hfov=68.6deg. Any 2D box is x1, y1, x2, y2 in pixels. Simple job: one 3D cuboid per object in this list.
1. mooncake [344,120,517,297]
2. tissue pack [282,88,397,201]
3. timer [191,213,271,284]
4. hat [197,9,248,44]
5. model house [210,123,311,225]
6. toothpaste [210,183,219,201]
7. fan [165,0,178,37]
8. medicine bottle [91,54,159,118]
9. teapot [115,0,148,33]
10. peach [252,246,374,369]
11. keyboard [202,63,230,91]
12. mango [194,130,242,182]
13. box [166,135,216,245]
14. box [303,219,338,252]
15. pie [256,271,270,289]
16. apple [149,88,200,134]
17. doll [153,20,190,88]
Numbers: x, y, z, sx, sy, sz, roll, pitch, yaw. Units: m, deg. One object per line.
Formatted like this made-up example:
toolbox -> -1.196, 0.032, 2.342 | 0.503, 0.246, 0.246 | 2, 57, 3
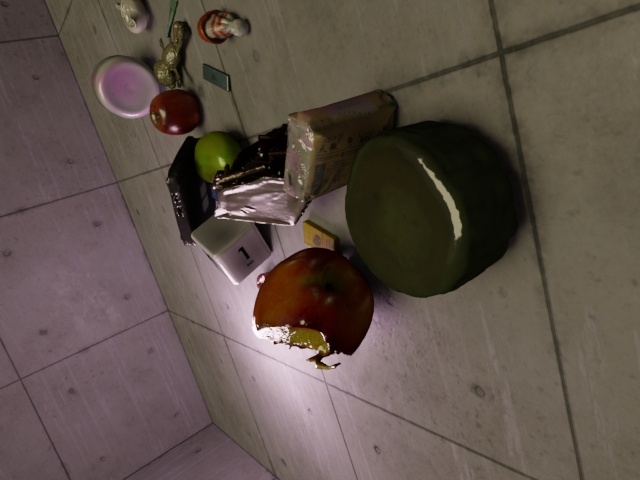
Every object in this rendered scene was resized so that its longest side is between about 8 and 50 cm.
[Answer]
mooncake -> 0.218, -0.069, 0.982 | 0.357, 0.194, 0.355 | 31, 131, 44
tissue pack -> 0.045, -0.212, 1.071 | 0.123, 0.257, 0.214 | 40, 141, 29
timer -> -0.335, 0.015, 1.780 | 0.192, 0.194, 0.194 | 35, 161, 38
hat -> -0.285, -0.647, 1.414 | 0.163, 0.112, 0.093 | 12, 149, 40
model house -> -0.148, -0.224, 1.361 | 0.317, 0.298, 0.282 | 121, 162, -58
toothpaste -> -0.349, -0.169, 1.857 | 0.272, 0.053, 0.066 | 27, 128, 45
fan -> -0.553, -0.825, 1.734 | 0.038, 0.016, 0.193 | 57, 147, 9
medicine bottle -> -0.872, -0.682, 2.069 | 0.325, 0.256, 0.255 | 31, 136, 52
teapot -> -0.755, -0.917, 1.891 | 0.226, 0.092, 0.145 | 42, 139, 33
peach -> -0.016, 0.187, 1.382 | 0.336, 0.309, 0.406 | 23, 156, -5
keyboard -> -0.366, -0.571, 1.640 | 0.176, 0.014, 0.055 | 35, 137, 38
mango -> -0.364, -0.305, 1.692 | 0.273, 0.149, 0.185 | -12, 88, 59
box -> -0.502, -0.196, 1.843 | 0.359, 0.091, 0.349 | -89, -4, -54
box -> 0.000, 0.000, 1.498 | 0.155, 0.023, 0.086 | 31, 138, 41
pie -> -0.181, 0.228, 1.887 | 0.205, 0.054, 0.218 | -1, 109, 55
apple -> -0.567, -0.501, 1.837 | 0.181, 0.169, 0.180 | 26, 128, 39
doll -> -0.565, -0.707, 1.777 | 0.203, 0.091, 0.285 | 36, 138, 21
